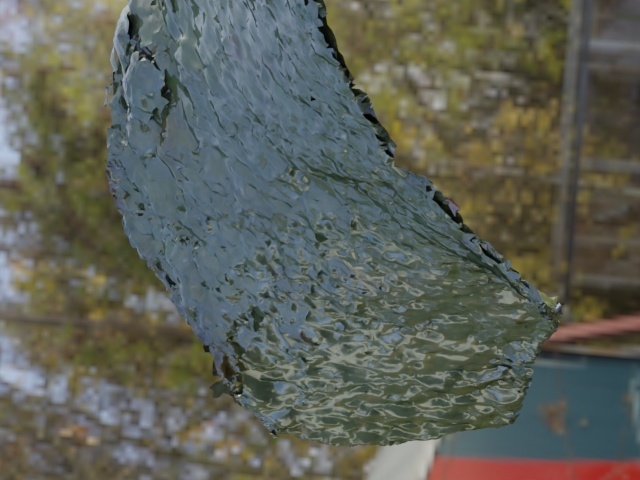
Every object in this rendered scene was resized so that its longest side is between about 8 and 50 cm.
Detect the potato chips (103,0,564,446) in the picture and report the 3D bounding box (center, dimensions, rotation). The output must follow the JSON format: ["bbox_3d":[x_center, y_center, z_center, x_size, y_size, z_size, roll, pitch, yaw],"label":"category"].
[{"bbox_3d":[0.004,-0.005,0.508,0.059,0.167,0.228,-50,-59,-29],"label":"potato chips"}]
